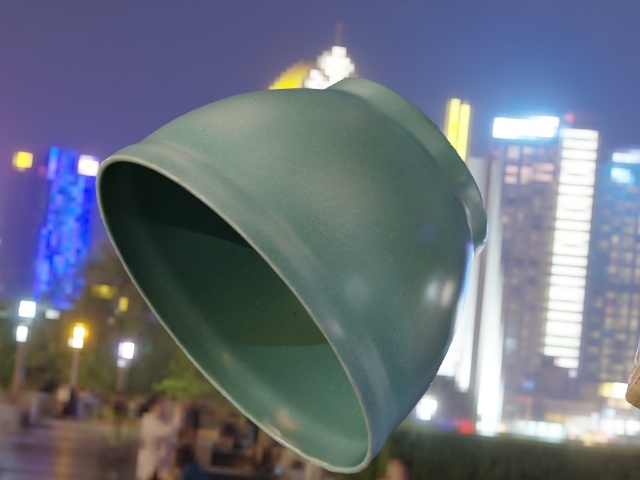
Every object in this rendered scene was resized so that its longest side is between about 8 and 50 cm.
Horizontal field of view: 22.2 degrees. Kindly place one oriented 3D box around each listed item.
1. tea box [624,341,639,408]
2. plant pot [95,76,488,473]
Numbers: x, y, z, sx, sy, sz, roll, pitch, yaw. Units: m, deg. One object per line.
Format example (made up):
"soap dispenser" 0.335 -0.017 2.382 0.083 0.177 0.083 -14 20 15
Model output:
"tea box" 0.423 0.015 1.028 0.329 0.323 0.220 28 39 2
"plant pot" 0.000 0.000 1.227 0.293 0.196 0.293 40 -24 22
